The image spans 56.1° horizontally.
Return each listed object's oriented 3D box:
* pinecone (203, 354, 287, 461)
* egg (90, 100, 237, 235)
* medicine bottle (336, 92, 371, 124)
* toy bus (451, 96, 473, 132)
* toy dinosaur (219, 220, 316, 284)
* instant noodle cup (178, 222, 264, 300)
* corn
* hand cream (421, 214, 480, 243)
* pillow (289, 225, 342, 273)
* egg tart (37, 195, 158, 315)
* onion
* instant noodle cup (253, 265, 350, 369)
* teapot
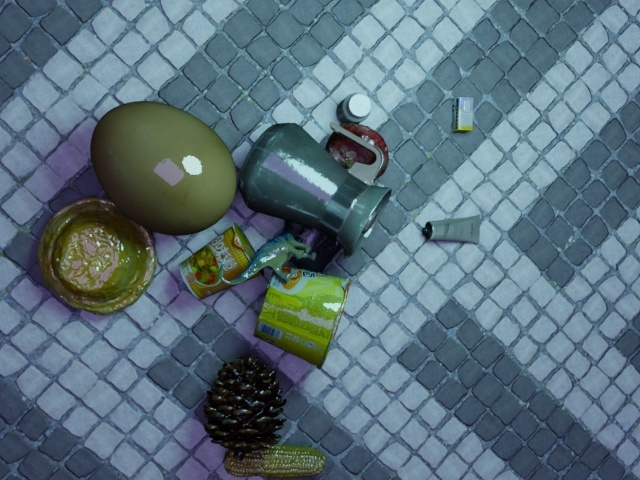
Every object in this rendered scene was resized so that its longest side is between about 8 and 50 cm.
[{"bbox_3d":[-0.201,0.444,1.602,0.224,0.224,0.272,3,76,-9],"label":"pinecone"},{"bbox_3d":[-0.387,-0.178,1.487,0.374,0.301,0.301,31,88,-3],"label":"egg"},{"bbox_3d":[0.093,-0.357,1.635,0.079,0.140,0.079,0,93,-9],"label":"medicine bottle"},{"bbox_3d":[0.409,-0.364,1.728,0.052,0.058,0.102,1,94,-10],"label":"toy bus"},{"bbox_3d":[-0.107,0.033,1.540,0.147,0.363,0.076,22,127,18],"label":"toy dinosaur"},{"bbox_3d":[-0.269,0.067,1.601,0.185,0.168,0.168,-30,98,1],"label":"instant noodle cup"},{"bbox_3d":[-0.126,0.614,1.678,0.292,0.101,0.101,5,93,-11],"label":"corn"},{"bbox_3d":[0.383,-0.031,1.751,0.186,0.054,0.087,-2,98,-16],"label":"hand cream"},{"bbox_3d":[0.000,0.000,1.684,0.141,0.055,0.208,43,87,-10],"label":"pillow"},{"bbox_3d":[-0.581,0.042,1.557,0.319,0.128,0.318,0,92,-11],"label":"egg tart"},{"bbox_3d":[0.110,-0.245,1.647,0.184,0.184,0.147,52,48,-8],"label":"onion"},{"bbox_3d":[-0.054,0.190,1.601,0.200,0.264,0.264,18,90,-1],"label":"instant noodle cup"},{"bbox_3d":[-0.002,-0.148,1.540,0.344,0.253,0.300,31,93,9],"label":"teapot"}]
